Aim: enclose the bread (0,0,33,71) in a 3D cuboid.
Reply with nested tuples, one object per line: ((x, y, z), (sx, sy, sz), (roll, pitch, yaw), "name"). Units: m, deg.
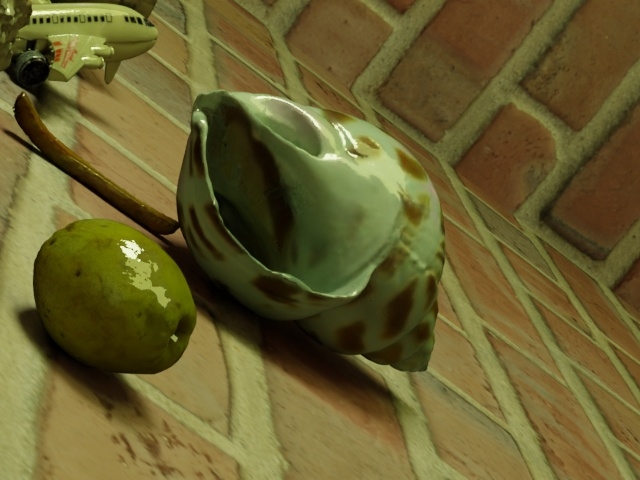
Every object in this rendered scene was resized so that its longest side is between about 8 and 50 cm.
((-0.330, -0.207, 1.544), (0.192, 0.171, 0.314), (35, -20, -3), "bread")

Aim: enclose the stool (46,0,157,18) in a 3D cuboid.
((-0.325, -0.333, 2.224), (0.264, 0.179, 0.179), (29, 14, -44), "stool")

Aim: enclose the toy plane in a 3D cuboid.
((-0.279, -0.212, 2.063), (0.244, 0.092, 0.229), (7, 27, -38), "toy plane")

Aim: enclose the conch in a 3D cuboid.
((-0.001, -0.001, 1.895), (0.368, 0.197, 0.249), (37, 45, -12), "conch")

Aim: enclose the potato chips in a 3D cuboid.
((-0.213, -0.065, 1.869), (0.204, 0.037, 0.026), (41, 19, -21), "potato chips")

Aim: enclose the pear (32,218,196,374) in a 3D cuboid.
((-0.151, 0.041, 1.430), (0.131, 0.107, 0.107), (33, 8, 17), "pear")
